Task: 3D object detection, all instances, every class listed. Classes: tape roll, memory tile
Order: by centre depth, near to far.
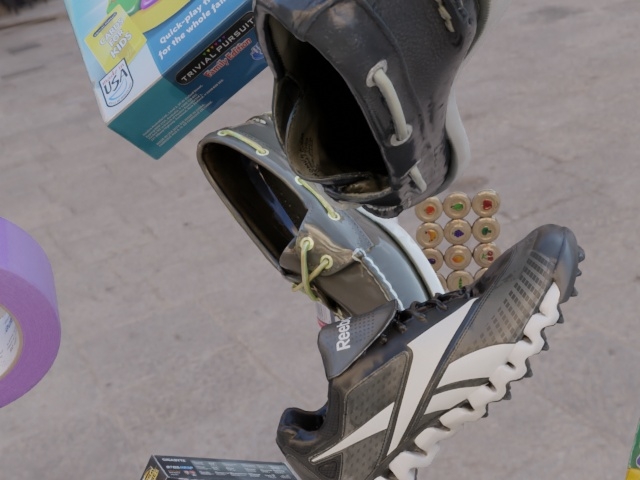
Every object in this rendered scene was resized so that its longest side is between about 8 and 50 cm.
[{"bbox_3d":[-0.437,0.089,1.037,0.274,0.275,0.090,-16,45,-8],"label":"tape roll"},{"bbox_3d":[0.180,0.006,1.203,0.113,0.148,0.012,-4,24,3],"label":"memory tile"}]

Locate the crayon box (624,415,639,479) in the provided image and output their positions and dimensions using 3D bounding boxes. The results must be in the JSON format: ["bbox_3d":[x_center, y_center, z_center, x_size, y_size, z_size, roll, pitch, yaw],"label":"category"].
[{"bbox_3d":[0.309,0.349,0.815,0.083,0.203,0.323,1,53,37],"label":"crayon box"}]

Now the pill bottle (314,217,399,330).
[{"bbox_3d":[0.039,0.015,1.041,0.108,0.180,0.108,-7,20,2],"label":"pill bottle"}]

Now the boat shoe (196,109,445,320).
[{"bbox_3d":[-0.001,0.003,0.798,0.091,0.109,0.305,-17,55,-34],"label":"boat shoe"}]

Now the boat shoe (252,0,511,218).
[{"bbox_3d":[0.016,-0.068,0.466,0.114,0.302,0.091,40,78,15],"label":"boat shoe"}]

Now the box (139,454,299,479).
[{"bbox_3d":[-0.154,0.373,1.214,0.220,0.175,0.051,14,17,-40],"label":"box"}]

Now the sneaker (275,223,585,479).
[{"bbox_3d":[0.056,0.070,0.556,0.234,0.106,0.078,-52,3,15],"label":"sneaker"}]

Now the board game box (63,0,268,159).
[{"bbox_3d":[-0.142,-0.284,0.939,0.254,0.079,0.336,-38,52,14],"label":"board game box"}]
